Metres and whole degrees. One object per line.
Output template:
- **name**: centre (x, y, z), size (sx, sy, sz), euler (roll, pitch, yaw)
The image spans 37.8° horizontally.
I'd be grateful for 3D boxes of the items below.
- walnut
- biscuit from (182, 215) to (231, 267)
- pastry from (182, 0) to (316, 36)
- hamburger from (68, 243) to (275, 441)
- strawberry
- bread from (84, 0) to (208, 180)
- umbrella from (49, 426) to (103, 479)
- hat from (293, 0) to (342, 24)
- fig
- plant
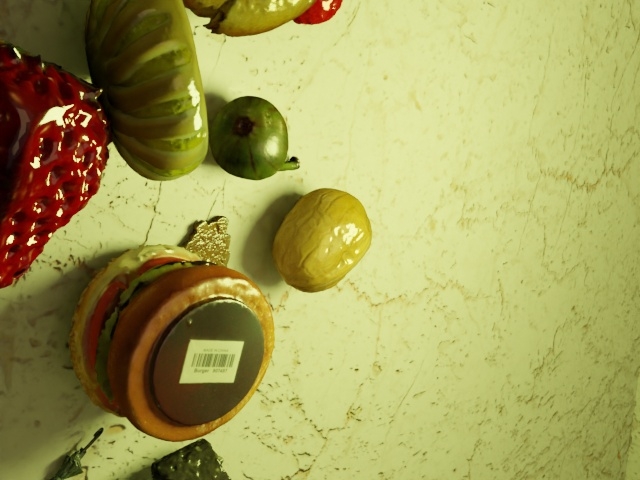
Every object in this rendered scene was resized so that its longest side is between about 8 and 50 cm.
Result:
- **walnut**: centre (0.000, 0.000, 1.906), size (0.225, 0.193, 0.193), euler (-52, 135, -5)
- **biscuit**: centre (-0.214, 0.017, 1.806), size (0.119, 0.019, 0.130), euler (-40, 128, -29)
- **pastry**: centre (-0.122, -0.519, 1.561), size (0.356, 0.164, 0.356), euler (-9, 111, -23)
- **hamburger**: centre (-0.268, 0.173, 1.641), size (0.330, 0.250, 0.329), euler (-17, 116, -37)
- **strawberry**: centre (-0.465, -0.105, 1.326), size (0.295, 0.317, 0.345), euler (21, 93, -11)
- **bread**: centre (-0.276, -0.257, 1.458), size (0.160, 0.333, 0.333), euler (-14, 116, -14)
- **umbrella**: centre (-0.481, 0.444, 1.683), size (0.269, 0.044, 0.044), euler (-48, 170, -14)
- **hat**: centre (0.051, -0.547, 1.765), size (0.274, 0.242, 0.332), euler (38, 101, -30)
- **fig**: centre (-0.121, -0.171, 1.790), size (0.151, 0.151, 0.259), euler (-62, 163, -9)
- **plant**: centre (-0.307, 0.492, 1.782), size (0.275, 0.149, 0.146), euler (-20, 75, -24)
